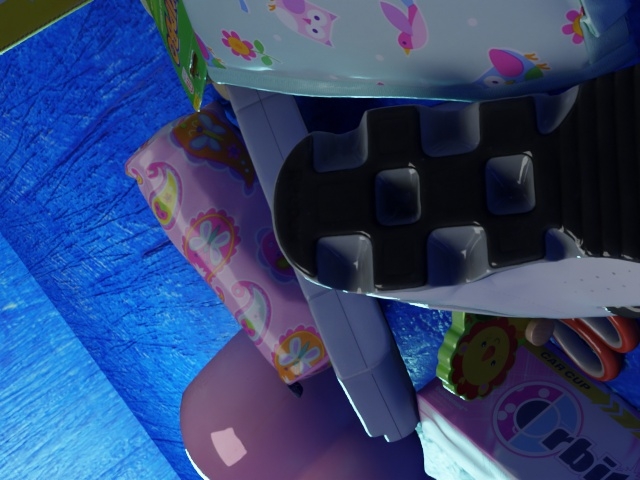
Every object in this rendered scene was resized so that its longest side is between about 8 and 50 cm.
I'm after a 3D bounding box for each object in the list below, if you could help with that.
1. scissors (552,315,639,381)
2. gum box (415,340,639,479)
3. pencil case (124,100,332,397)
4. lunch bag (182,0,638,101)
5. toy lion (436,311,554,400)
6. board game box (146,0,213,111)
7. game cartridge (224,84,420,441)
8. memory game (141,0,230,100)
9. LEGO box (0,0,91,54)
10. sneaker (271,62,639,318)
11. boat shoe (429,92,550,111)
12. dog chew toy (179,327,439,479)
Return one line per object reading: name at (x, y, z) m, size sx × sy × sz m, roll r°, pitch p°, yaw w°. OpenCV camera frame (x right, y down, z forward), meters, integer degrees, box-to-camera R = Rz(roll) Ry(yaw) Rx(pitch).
scissors at (0.127, 0.000, 1.123) m, size 0.297 × 0.021 × 0.109 m, roll 43°, pitch 161°, yaw 30°
gum box at (0.177, 0.155, 1.137) m, size 0.188 × 0.107 × 0.062 m, roll 39°, pitch 157°, yaw 35°
pencil case at (-0.064, 0.005, 1.422) m, size 0.284 × 0.124 × 0.124 m, roll 52°, pitch 161°, yaw -1°
lunch bag at (0.033, -0.191, 0.766) m, size 0.262 × 0.160 × 0.223 m, roll 13°, pitch 138°, yaw 42°
toy lion at (0.120, 0.064, 1.069) m, size 0.034 × 0.096 × 0.100 m, roll 32°, pitch 152°, yaw 46°
board game box at (-0.129, -0.238, 1.163) m, size 0.124 × 0.039 × 0.259 m, roll 115°, pitch 136°, yaw -69°
game cartridge at (0.000, 0.000, 1.176) m, size 0.196 × 0.060 × 0.294 m, roll 57°, pitch -170°, yaw -62°
memory game at (-0.118, -0.205, 1.336) m, size 0.186 × 0.012 × 0.186 m, roll 46°, pitch 160°, yaw 22°
LEGO box at (-0.458, -0.277, 1.237) m, size 0.193 × 0.500 × 0.372 m, roll 24°, pitch 145°, yaw 59°
sneaker at (0.155, -0.017, 0.756) m, size 0.331 × 0.122 × 0.146 m, roll 0°, pitch 168°, yaw 20°
boat shoe at (0.094, -0.031, 1.005) m, size 0.102 × 0.108 × 0.301 m, roll 57°, pitch 164°, yaw -11°
dog chew toy at (0.012, 0.234, 1.548) m, size 0.332 × 0.206 × 0.206 m, roll 44°, pitch 161°, yaw 2°
